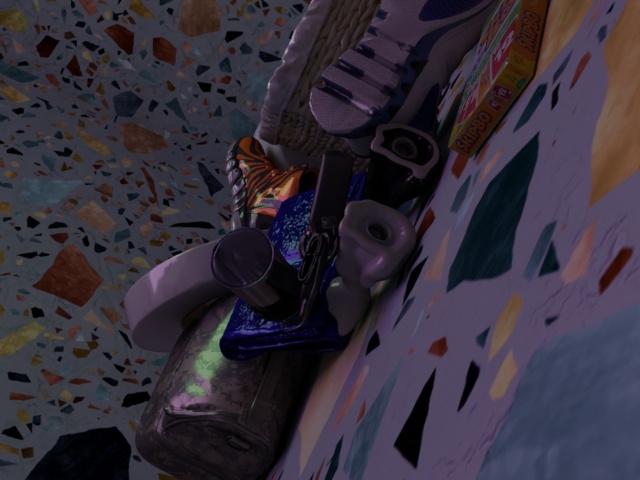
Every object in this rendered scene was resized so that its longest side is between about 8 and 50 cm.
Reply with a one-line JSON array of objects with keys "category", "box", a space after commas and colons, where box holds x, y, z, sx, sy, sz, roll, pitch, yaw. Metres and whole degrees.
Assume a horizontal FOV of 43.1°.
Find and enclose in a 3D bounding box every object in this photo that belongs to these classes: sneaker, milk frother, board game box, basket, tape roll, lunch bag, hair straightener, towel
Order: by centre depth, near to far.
[{"category": "board game box", "box": [0.201, -0.214, 0.872, 0.124, 0.039, 0.259, -59, 4, 49]}, {"category": "hair straightener", "box": [-0.006, -0.004, 0.950, 0.089, 0.047, 0.230, 90, -163, -72]}, {"category": "milk frother", "box": [-0.052, 0.020, 1.048, 0.135, 0.129, 0.143, 55, -138, -62]}, {"category": "sneaker", "box": [0.126, -0.229, 1.095, 0.315, 0.127, 0.182, -47, -27, -6]}, {"category": "towel", "box": [-0.023, 0.032, 1.208, 0.228, 0.076, 0.308, -11, 42, 36]}, {"category": "lunch bag", "box": [-0.129, 0.228, 1.313, 0.256, 0.213, 0.305, -37, 24, 45]}, {"category": "basket", "box": [0.067, -0.304, 1.490, 0.331, 0.266, 0.328, -64, 4, -7]}, {"category": "tape roll", "box": [-0.162, 0.099, 1.490, 0.392, 0.392, 0.072, 121, 133, -58]}, {"category": "sneaker", "box": [-0.077, -0.110, 1.559, 0.180, 0.124, 0.321, -28, 45, 17]}]

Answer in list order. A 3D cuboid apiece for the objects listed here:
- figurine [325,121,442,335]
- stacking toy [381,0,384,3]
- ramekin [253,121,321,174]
[{"category": "figurine", "box": [0.068, -0.004, 1.025, 0.209, 0.092, 0.214, 107, -176, -55]}, {"category": "stacking toy", "box": [0.218, -0.566, 1.127, 0.480, 0.350, 0.350, -34, 14, 17]}, {"category": "ramekin", "box": [0.000, -0.196, 1.746, 0.277, 0.277, 0.135, -66, 12, -20]}]
